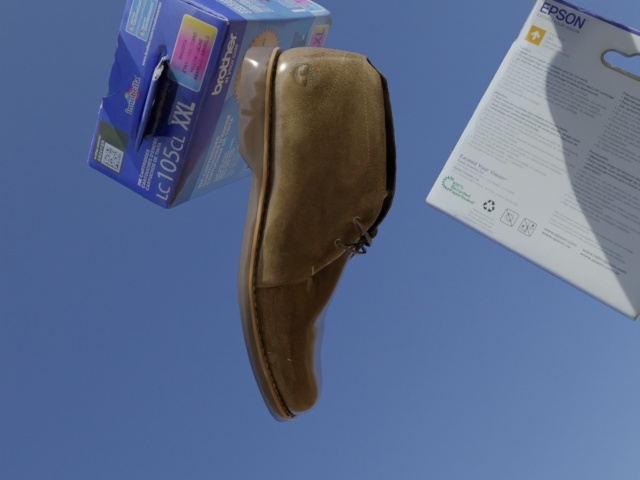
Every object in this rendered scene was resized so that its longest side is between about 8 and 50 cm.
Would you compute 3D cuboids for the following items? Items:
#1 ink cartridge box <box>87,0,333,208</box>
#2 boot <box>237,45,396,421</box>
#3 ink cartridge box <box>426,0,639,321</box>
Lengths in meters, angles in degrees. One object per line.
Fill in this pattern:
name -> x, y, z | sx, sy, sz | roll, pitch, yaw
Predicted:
ink cartridge box -> -0.159, -0.214, 1.108 | 0.395, 0.151, 0.270 | -32, -32, -60
boot -> 0.000, 0.000, 0.635 | 0.112, 0.115, 0.305 | -41, -48, -78
ink cartridge box -> 0.360, -0.114, 1.068 | 0.330, 0.324, 0.071 | -61, -23, 9
